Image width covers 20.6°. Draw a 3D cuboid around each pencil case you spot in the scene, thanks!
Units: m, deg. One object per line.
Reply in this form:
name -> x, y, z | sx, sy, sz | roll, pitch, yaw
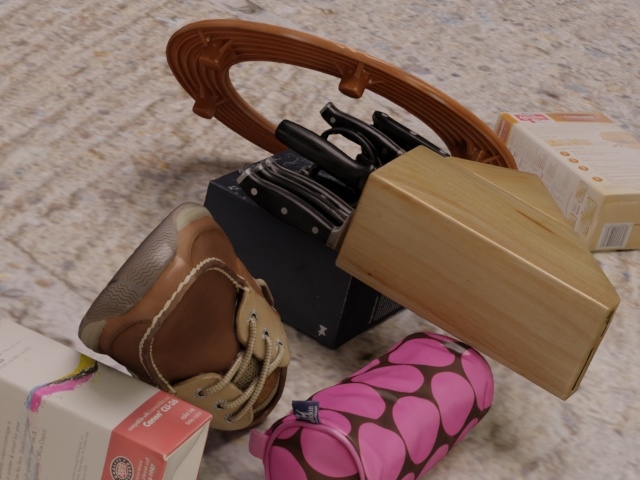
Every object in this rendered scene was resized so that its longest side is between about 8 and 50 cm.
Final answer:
pencil case -> 0.041, 0.131, 1.278 | 0.098, 0.095, 0.209 | 16, 21, 28

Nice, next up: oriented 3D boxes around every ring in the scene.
ring -> 0.014, -0.099, 1.576 | 0.336, 0.032, 0.336 | 22, -15, 6

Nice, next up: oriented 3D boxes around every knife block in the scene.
knife block -> 0.071, -0.003, 1.359 | 0.242, 0.088, 0.276 | 9, 30, -21

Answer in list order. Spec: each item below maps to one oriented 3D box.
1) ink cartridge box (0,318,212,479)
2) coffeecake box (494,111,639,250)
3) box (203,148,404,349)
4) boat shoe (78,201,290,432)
ink cartridge box -> -0.178, 0.129, 1.126 | 0.198, 0.115, 0.067 | 24, 28, 16
coffeecake box -> 0.282, -0.064, 1.819 | 0.142, 0.068, 0.185 | -3, 31, -32
box -> 0.000, 0.000, 1.511 | 0.156, 0.093, 0.158 | 27, 29, 24
boat shoe -> -0.072, 0.063, 1.187 | 0.116, 0.123, 0.324 | 38, -5, 10
